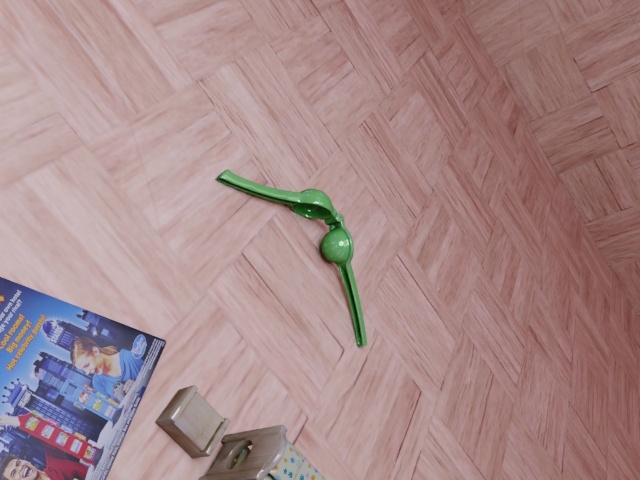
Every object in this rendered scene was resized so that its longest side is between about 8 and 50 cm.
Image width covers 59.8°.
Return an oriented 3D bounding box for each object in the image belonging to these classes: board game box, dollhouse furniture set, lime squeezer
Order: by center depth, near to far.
[{"bbox_3d":[-0.237,0.109,0.408,0.194,0.060,0.194,42,37,-24],"label":"board game box"},{"bbox_3d":[-0.081,0.246,0.494,0.182,0.101,0.161,51,40,-17],"label":"dollhouse furniture set"},{"bbox_3d":[0.000,0.000,0.758,0.310,0.058,0.110,52,40,-18],"label":"lime squeezer"}]
